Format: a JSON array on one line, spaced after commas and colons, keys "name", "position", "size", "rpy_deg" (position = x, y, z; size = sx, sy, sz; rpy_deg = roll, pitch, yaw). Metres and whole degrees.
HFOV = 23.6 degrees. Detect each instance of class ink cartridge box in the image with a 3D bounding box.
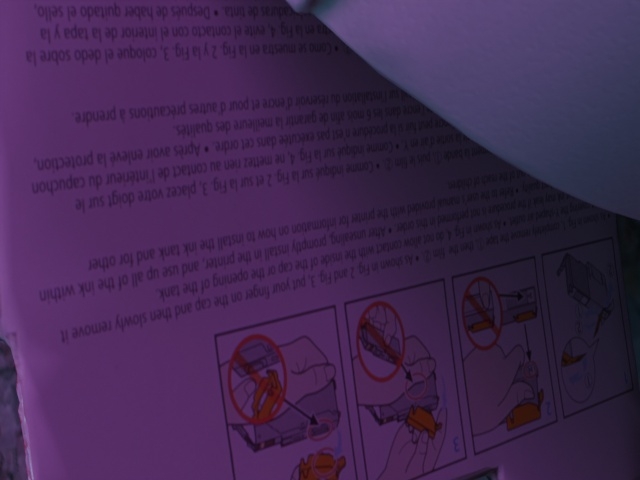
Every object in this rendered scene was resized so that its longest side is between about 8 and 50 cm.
[{"name": "ink cartridge box", "position": [0.000, 0.000, 0.465], "size": [0.066, 0.296, 0.261], "rpy_deg": [-1, 95, 39]}]

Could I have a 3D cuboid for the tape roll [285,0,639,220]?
[{"name": "tape roll", "position": [0.070, -0.143, 0.428], "size": [0.100, 0.286, 0.286], "rpy_deg": [-42, 61, 35]}]
